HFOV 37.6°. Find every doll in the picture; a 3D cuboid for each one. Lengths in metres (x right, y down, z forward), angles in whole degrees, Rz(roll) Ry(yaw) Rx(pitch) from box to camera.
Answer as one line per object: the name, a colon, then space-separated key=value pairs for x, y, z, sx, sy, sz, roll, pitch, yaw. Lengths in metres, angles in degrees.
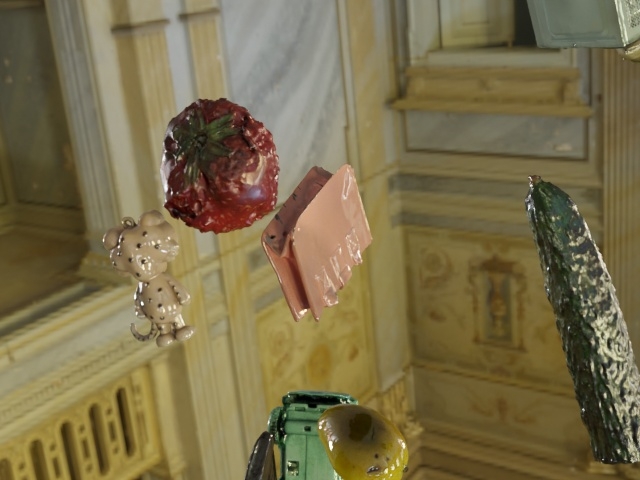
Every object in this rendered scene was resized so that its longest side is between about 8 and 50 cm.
doll: x=-0.344 y=0.081 z=1.910 sx=0.154 sy=0.278 sz=0.119 roll=-10 pitch=-171 yaw=15

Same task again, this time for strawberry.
strawberry: x=-0.193 y=-0.138 z=1.898 sx=0.274 sy=0.274 sz=0.220 roll=5 pitch=166 yaw=29

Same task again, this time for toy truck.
toy truck: x=-0.007 y=0.409 z=1.692 sx=0.154 sy=0.279 sz=0.156 roll=1 pitch=-179 yaw=12

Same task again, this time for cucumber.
cucumber: x=0.257 y=0.073 z=0.905 sx=0.067 sy=0.294 sz=0.067 roll=-17 pitch=-176 yaw=1

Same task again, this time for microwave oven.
microwave oven: x=0.359 y=-0.307 z=1.078 sx=0.208 sy=0.122 sz=0.162 roll=-28 pitch=-157 yaw=-22

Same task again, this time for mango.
mango: x=0.053 y=0.278 z=1.295 sx=0.103 sy=0.076 sz=0.161 roll=-32 pitch=-143 yaw=-18

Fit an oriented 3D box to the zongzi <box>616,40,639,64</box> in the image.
zongzi: x=0.497 y=-0.381 z=1.517 sx=0.081 sy=0.189 sz=0.178 roll=-13 pitch=180 yaw=33

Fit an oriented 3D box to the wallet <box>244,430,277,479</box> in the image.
wallet: x=-0.078 y=0.393 z=1.278 sx=0.030 sy=0.285 sz=0.146 roll=7 pitch=-136 yaw=10

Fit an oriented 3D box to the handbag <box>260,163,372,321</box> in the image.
handbag: x=0.000 y=0.000 z=1.335 sx=0.059 sy=0.157 sz=0.212 roll=-3 pitch=-149 yaw=29
